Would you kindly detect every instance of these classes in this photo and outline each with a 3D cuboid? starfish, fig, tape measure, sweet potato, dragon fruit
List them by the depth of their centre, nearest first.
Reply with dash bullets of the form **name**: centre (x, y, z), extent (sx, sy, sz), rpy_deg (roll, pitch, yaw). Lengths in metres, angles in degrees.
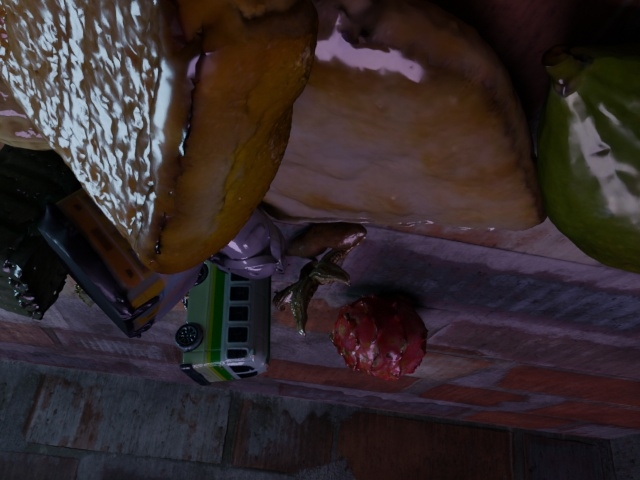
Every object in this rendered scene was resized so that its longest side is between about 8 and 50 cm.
- **fig**: centre (0.340, -0.099, 0.578), extent (0.233, 0.232, 0.314), rpy_deg (-3, 155, 17)
- **tape measure**: centre (-0.158, -0.022, 0.921), extent (0.197, 0.120, 0.236), rpy_deg (46, 161, -30)
- **sweet potato**: centre (-0.001, -0.003, 1.039), extent (0.218, 0.051, 0.065), rpy_deg (-14, 112, 47)
- **starfish**: centre (-0.005, 0.074, 1.063), extent (0.236, 0.277, 0.062), rpy_deg (-38, 101, 18)
- **dragon fruit**: centre (0.156, 0.227, 1.315), extent (0.268, 0.210, 0.205), rpy_deg (31, -176, -37)

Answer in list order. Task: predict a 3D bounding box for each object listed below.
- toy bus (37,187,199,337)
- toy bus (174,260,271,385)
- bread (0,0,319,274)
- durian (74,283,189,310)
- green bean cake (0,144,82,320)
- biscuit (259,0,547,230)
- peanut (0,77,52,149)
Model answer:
- **toy bus**: centre (-0.257, 0.016, 0.791), extent (0.171, 0.162, 0.386), rpy_deg (48, 158, -1)
- **toy bus**: centre (-0.177, 0.128, 1.099), extent (0.165, 0.275, 0.133), rpy_deg (-4, 152, 6)
- **bread**: centre (-0.159, -0.172, 0.491), extent (0.328, 0.148, 0.337), rpy_deg (47, 143, 16)
- **durian**: centre (-0.373, 0.069, 1.170), extent (0.238, 0.137, 0.193), rpy_deg (8, 151, 3)
- **green bean cake**: centre (-0.436, -0.030, 0.863), extent (0.132, 0.254, 0.241), rpy_deg (19, 152, -5)
- **biscuit**: centre (0.023, -0.138, 0.692), extent (0.430, 0.103, 0.446), rpy_deg (2, 156, 31)
- **peanut**: centre (-0.306, -0.165, 0.706), extent (0.306, 0.146, 0.147), rpy_deg (15, 153, -27)
